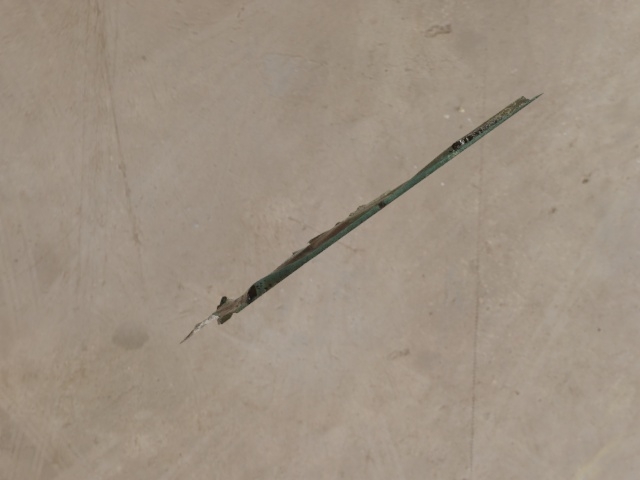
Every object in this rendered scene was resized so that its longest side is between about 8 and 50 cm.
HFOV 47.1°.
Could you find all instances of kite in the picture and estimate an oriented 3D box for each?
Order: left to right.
[{"bbox_3d":[0.000,-0.001,0.596,0.406,0.368,0.014,-34,91,24],"label":"kite"}]
